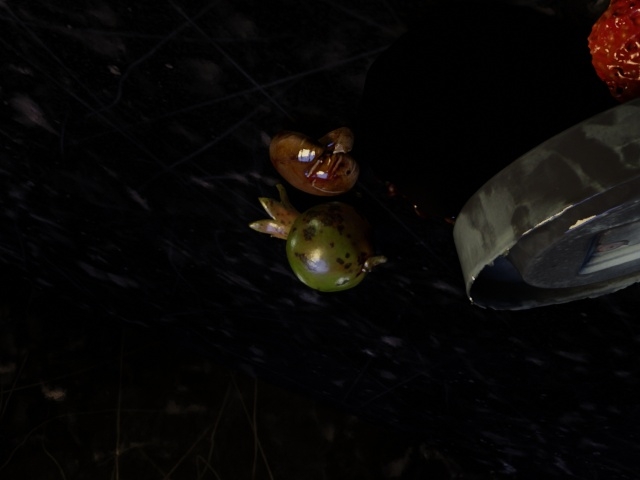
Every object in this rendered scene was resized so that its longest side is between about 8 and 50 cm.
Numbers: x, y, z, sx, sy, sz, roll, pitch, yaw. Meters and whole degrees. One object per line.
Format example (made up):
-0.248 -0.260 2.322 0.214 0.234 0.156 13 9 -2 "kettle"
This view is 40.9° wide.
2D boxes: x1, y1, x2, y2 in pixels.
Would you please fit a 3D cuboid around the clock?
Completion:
0.319 -0.036 0.861 0.386 0.076 0.386 -15 159 -6 "clock"

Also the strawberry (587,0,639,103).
0.344 -0.172 0.801 0.188 0.082 0.121 17 152 21 "strawberry"

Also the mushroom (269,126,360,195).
-0.003 -0.113 1.221 0.135 0.080 0.170 21 161 -21 "mushroom"

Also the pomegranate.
-0.002 -0.013 1.378 0.220 0.156 0.156 50 161 16 "pomegranate"

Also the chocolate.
0.164 -0.120 0.964 0.206 0.224 0.177 11 176 24 "chocolate"
